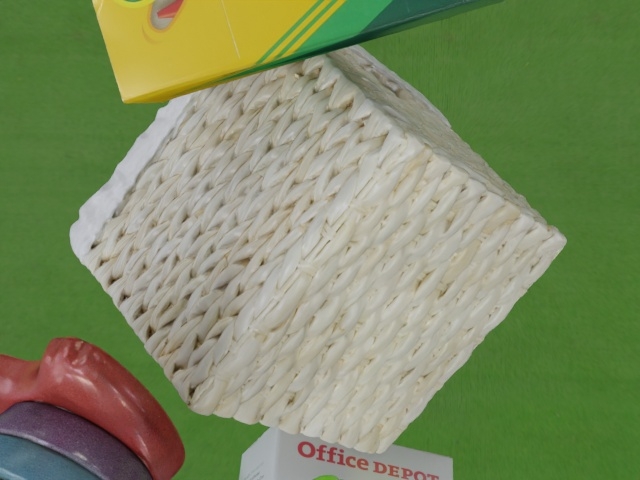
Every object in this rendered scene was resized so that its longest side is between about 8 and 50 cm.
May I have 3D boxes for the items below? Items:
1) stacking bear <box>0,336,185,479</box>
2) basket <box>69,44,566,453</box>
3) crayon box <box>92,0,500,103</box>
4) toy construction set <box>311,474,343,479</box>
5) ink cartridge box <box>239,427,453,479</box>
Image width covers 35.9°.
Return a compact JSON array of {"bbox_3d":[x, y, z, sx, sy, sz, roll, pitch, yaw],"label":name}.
[{"bbox_3d":[-0.230,0.235,0.695,0.175,0.289,0.164,-16,124,44],"label":"stacking bear"},{"bbox_3d":[0.000,0.000,0.975,0.331,0.328,0.266,-50,50,13],"label":"basket"},{"bbox_3d":[-0.048,-0.322,0.766,0.313,0.106,0.363,-15,96,8],"label":"crayon box"},{"bbox_3d":[0.027,0.282,0.717,0.215,0.328,0.151,-27,55,13],"label":"toy construction set"},{"bbox_3d":[0.022,0.372,1.059,0.223,0.129,0.307,16,53,-17],"label":"ink cartridge box"}]
